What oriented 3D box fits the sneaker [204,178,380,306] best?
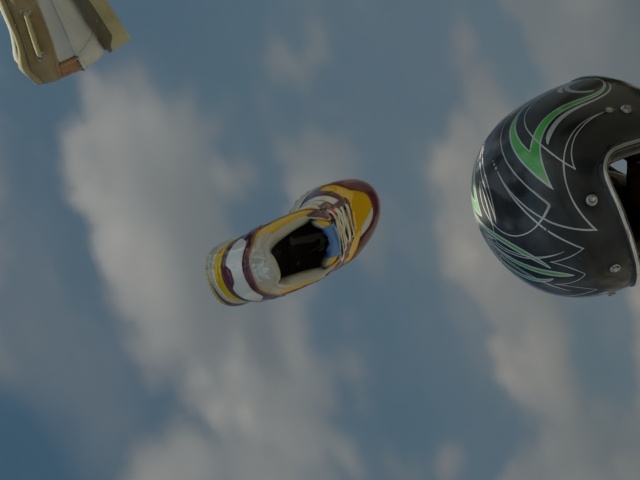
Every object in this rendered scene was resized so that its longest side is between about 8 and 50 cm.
[{"bbox_3d":[0.000,0.000,1.472,0.185,0.084,0.069,-33,-76,-41],"label":"sneaker"}]

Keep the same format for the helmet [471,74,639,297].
[{"bbox_3d":[0.201,-0.036,1.511,0.161,0.169,0.169,-47,-59,-25],"label":"helmet"}]

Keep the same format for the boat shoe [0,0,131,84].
[{"bbox_3d":[-0.292,-0.273,1.681,0.302,0.103,0.113,56,180,-18],"label":"boat shoe"}]
